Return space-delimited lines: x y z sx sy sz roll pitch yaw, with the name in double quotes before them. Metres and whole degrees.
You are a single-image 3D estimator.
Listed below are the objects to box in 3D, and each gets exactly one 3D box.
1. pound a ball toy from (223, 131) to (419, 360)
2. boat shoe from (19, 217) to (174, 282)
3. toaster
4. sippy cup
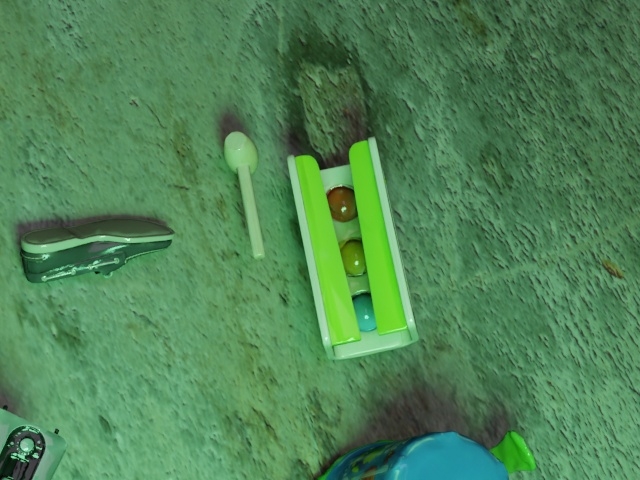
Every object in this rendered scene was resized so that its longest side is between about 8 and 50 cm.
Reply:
"pound a ball toy" 0.000 0.000 1.970 0.208 0.136 0.319 -13 72 2
"boat shoe" -0.289 0.015 1.890 0.206 0.075 0.065 -7 114 -28
"toaster" -0.404 0.251 1.680 0.168 0.185 0.110 29 64 -16
"sippy cup" 0.124 0.340 1.802 0.240 0.224 0.305 27 61 -9
